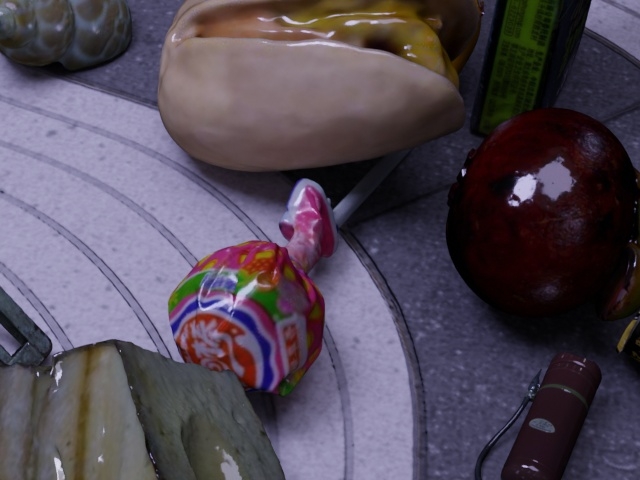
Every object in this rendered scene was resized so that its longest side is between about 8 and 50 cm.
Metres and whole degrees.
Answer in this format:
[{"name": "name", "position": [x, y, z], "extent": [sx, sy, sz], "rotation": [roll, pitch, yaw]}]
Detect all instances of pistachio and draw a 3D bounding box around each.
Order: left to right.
[{"name": "pistachio", "position": [-0.011, -0.146, 1.229], "extent": [0.299, 0.187, 0.187], "rotation": [1, 43, 23]}]

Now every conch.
[{"name": "conch", "position": [-0.254, -0.222, 1.349], "extent": [0.173, 0.106, 0.116], "rotation": [-6, 65, -31]}]

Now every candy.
[{"name": "candy", "position": [0.000, 0.000, 1.186], "extent": [0.124, 0.124, 0.365], "rotation": [25, 41, 16]}]

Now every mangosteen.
[{"name": "mangosteen", "position": [0.202, -0.014, 1.162], "extent": [0.200, 0.200, 0.200], "rotation": [4, 47, -4]}]

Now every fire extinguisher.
[{"name": "fire extinguisher", "position": [0.166, 0.153, 1.088], "extent": [0.078, 0.045, 0.157], "rotation": [0, 40, 33]}]

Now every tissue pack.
[{"name": "tissue pack", "position": [0.210, -0.226, 1.314], "extent": [0.073, 0.235, 0.173], "rotation": [22, 49, 13]}]

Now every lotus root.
[{"name": "lotus root", "position": [-0.120, 0.205, 0.949], "extent": [0.210, 0.142, 0.314], "rotation": [-26, 51, 20]}]

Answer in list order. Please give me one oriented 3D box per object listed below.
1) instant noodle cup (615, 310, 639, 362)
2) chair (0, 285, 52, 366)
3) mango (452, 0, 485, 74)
[{"name": "instant noodle cup", "position": [0.326, 0.069, 1.122], "extent": [0.122, 0.151, 0.151], "rotation": [40, 54, 15]}, {"name": "chair", "position": [-0.362, 0.037, 1.088], "extent": [0.270, 0.147, 0.136], "rotation": [52, 50, -19]}, {"name": "mango", "position": [0.072, -0.218, 1.368], "extent": [0.154, 0.126, 0.252], "rotation": [12, 53, -11]}]
